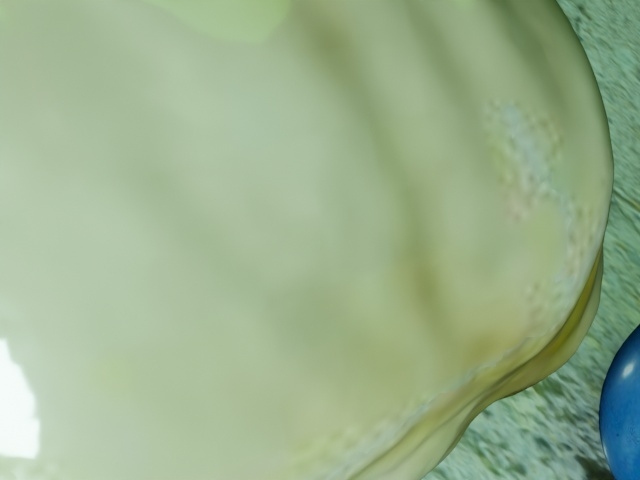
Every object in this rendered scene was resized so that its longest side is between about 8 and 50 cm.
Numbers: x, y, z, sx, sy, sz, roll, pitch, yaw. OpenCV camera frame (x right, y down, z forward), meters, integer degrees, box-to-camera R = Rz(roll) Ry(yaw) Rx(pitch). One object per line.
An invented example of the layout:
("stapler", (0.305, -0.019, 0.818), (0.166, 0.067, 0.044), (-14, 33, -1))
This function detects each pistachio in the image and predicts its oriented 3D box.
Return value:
("pistachio", (-0.090, -0.035, 0.664), (0.445, 0.281, 0.365), (12, 56, -16))

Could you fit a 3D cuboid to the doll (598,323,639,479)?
("doll", (0.261, 0.094, 1.074), (0.215, 0.161, 0.257), (62, 20, -16))
